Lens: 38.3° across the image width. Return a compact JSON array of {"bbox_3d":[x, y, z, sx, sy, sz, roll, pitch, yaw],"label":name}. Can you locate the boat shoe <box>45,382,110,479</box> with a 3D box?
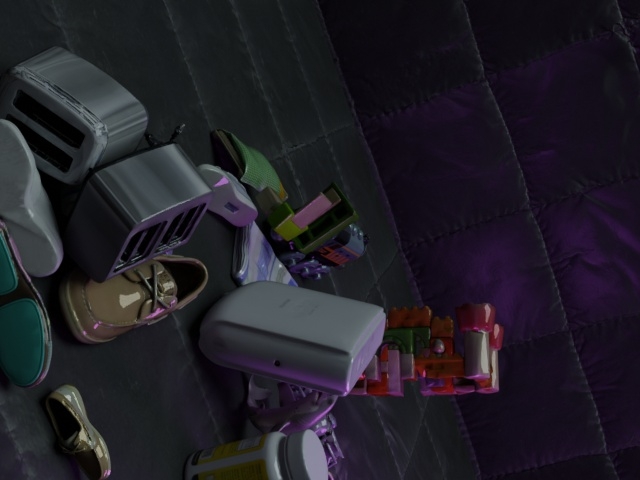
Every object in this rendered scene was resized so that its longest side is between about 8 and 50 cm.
[{"bbox_3d":[-0.318,0.254,1.190,0.135,0.050,0.045,62,20,0],"label":"boat shoe"}]

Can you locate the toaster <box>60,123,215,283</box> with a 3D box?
[{"bbox_3d":[-0.252,-0.046,1.281,0.110,0.186,0.168,48,42,12],"label":"toaster"}]

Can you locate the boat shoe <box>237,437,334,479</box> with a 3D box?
[{"bbox_3d":[-0.067,0.430,1.726,0.302,0.103,0.113,46,31,-57],"label":"boat shoe"}]

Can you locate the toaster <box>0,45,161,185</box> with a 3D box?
[{"bbox_3d":[-0.346,-0.165,1.279,0.227,0.129,0.146,36,26,1],"label":"toaster"}]

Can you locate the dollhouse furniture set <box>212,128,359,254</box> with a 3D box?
[{"bbox_3d":[-0.078,-0.146,2.029,0.302,0.151,0.197,56,7,29],"label":"dollhouse furniture set"}]

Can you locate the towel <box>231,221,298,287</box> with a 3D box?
[{"bbox_3d":[-0.116,0.093,2.042,0.209,0.034,0.285,-88,155,-47],"label":"towel"}]

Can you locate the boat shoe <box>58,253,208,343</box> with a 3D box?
[{"bbox_3d":[-0.276,0.069,1.397,0.341,0.110,0.122,-27,99,-74],"label":"boat shoe"}]

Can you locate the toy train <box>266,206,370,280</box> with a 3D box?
[{"bbox_3d":[0.000,0.000,2.238,0.334,0.190,0.142,32,44,-66],"label":"toy train"}]

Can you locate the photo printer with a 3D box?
[{"bbox_3d":[-0.057,0.167,1.698,0.256,0.307,0.107,-39,139,-66],"label":"photo printer"}]

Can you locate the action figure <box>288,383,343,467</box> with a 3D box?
[{"bbox_3d":[-0.012,0.370,1.879,0.285,0.099,0.185,27,47,-84],"label":"action figure"}]

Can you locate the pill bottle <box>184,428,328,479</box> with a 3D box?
[{"bbox_3d":[-0.102,0.375,1.479,0.119,0.208,0.119,-17,90,-73],"label":"pill bottle"}]

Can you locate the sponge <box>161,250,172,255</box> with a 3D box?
[{"bbox_3d":[-0.315,-0.062,1.549,0.210,0.031,0.117,51,27,-51],"label":"sponge"}]

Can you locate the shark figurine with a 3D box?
[{"bbox_3d":[-0.074,0.336,1.716,0.116,0.278,0.166,50,64,-25],"label":"shark figurine"}]

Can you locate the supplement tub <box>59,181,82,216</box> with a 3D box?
[{"bbox_3d":[-0.354,-0.090,1.377,0.071,0.071,0.107,44,33,-59],"label":"supplement tub"}]

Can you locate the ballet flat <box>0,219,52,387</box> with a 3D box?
[{"bbox_3d":[-0.381,0.070,1.140,0.079,0.076,0.222,-148,-141,-85],"label":"ballet flat"}]

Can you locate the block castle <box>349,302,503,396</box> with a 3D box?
[{"bbox_3d":[0.185,0.231,2.105,0.303,0.453,0.213,45,43,-66],"label":"block castle"}]

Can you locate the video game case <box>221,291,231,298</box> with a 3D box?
[{"bbox_3d":[-0.134,0.167,1.875,0.157,0.019,0.143,-9,81,-61],"label":"video game case"}]

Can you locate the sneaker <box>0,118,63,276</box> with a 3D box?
[{"bbox_3d":[-0.397,-0.060,1.228,0.094,0.080,0.212,-92,168,-75],"label":"sneaker"}]

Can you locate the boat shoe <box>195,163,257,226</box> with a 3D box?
[{"bbox_3d":[-0.208,-0.106,1.893,0.081,0.079,0.227,60,8,33],"label":"boat shoe"}]
